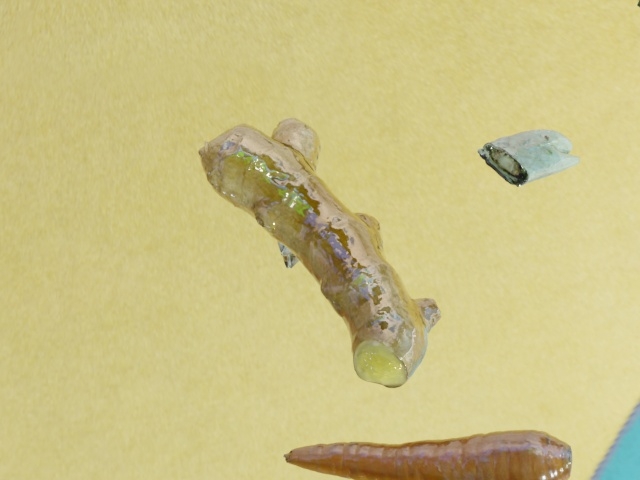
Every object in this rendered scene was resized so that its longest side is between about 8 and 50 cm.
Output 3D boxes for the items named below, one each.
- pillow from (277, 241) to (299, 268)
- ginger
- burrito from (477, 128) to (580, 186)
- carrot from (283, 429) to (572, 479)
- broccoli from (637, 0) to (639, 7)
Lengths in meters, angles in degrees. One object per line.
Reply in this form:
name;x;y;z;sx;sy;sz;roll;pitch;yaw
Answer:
pillow;-0.029;-0.014;1.424;0.091;0.135;0.055;-44;83;-8
ginger;-0.001;0.002;0.878;0.118;0.298;0.065;-17;143;-23
burrito;0.248;-0.102;1.242;0.118;0.074;0.044;-20;141;-32
carrot;0.071;0.158;0.758;0.216;0.048;0.048;-4;120;23
broccoli;0.348;-0.225;0.816;0.194;0.194;0.219;32;105;-24
